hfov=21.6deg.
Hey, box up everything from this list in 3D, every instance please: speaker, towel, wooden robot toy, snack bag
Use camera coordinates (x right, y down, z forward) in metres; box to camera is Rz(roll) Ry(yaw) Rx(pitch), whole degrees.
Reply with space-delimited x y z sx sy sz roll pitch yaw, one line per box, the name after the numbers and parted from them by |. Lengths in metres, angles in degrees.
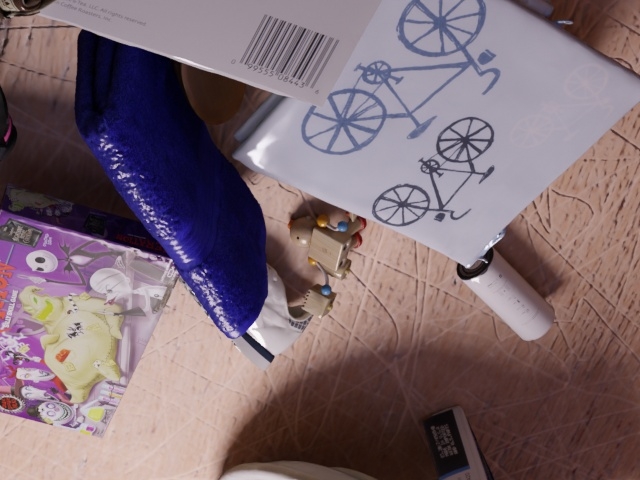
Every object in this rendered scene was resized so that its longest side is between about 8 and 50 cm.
0.223 0.063 2.009 0.055 0.055 0.136 -36 125 18 | speaker
-0.144 -0.073 1.734 0.076 0.228 0.308 -25 126 11 | towel
0.000 0.000 1.934 0.079 0.076 0.173 26 127 16 | wooden robot toy
0.133 -0.133 1.734 0.342 0.037 0.323 24 125 -30 | snack bag

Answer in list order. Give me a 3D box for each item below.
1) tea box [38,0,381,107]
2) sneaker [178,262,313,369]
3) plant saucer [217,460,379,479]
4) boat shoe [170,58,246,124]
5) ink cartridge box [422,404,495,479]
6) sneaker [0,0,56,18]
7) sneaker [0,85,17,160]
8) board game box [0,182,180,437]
-0.116 -0.330 1.477 0.329 0.323 0.220 18 125 -20 | tea box
-0.104 0.046 1.937 0.095 0.090 0.235 -41 126 1 | sneaker
0.052 0.393 2.130 0.400 0.100 0.400 26 147 19 | plant saucer
-0.127 -0.221 1.705 0.073 0.073 0.207 -19 117 -21 | boat shoe
0.231 0.414 2.124 0.072 0.304 0.307 -22 127 4 | ink cartridge box
-0.253 -0.204 1.306 0.188 0.071 0.066 -19 129 7 | sneaker
-0.390 -0.164 1.666 0.202 0.185 0.483 8 140 -23 | sneaker
-0.296 0.089 1.897 0.208 0.056 0.347 19 135 -10 | board game box
